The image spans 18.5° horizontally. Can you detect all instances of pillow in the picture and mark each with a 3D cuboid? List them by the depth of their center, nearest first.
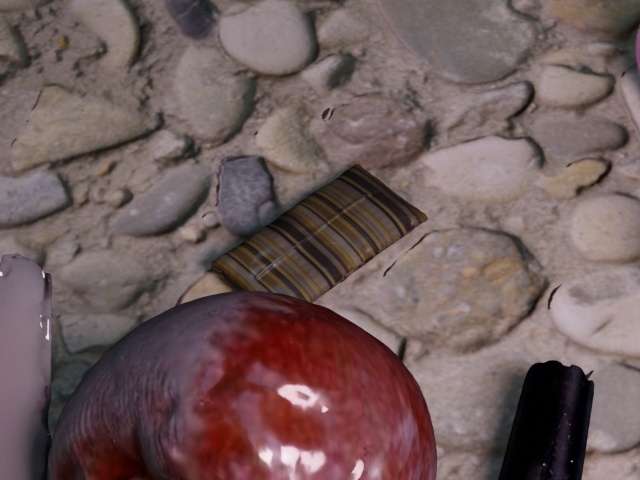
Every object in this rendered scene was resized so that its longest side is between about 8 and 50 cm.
[{"bbox_3d":[0.000,0.000,1.994,0.203,0.038,0.113,-36,56,-24],"label":"pillow"}]

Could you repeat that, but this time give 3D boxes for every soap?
[{"bbox_3d":[-0.311,0.202,1.692,0.159,0.302,0.258,2,50,-4],"label":"soap"}]

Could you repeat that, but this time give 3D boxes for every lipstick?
[{"bbox_3d":[0.176,0.287,1.716,0.077,0.077,0.418,8,52,11],"label":"lipstick"}]

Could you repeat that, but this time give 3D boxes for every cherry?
[{"bbox_3d":[-0.066,0.195,1.674,0.326,0.335,0.291,-25,78,13],"label":"cherry"}]

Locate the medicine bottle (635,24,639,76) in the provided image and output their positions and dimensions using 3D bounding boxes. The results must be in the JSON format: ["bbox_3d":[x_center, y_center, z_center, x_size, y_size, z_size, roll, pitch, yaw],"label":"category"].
[{"bbox_3d":[0.490,-0.225,2.051,0.290,0.178,0.178,-30,54,-20],"label":"medicine bottle"}]
